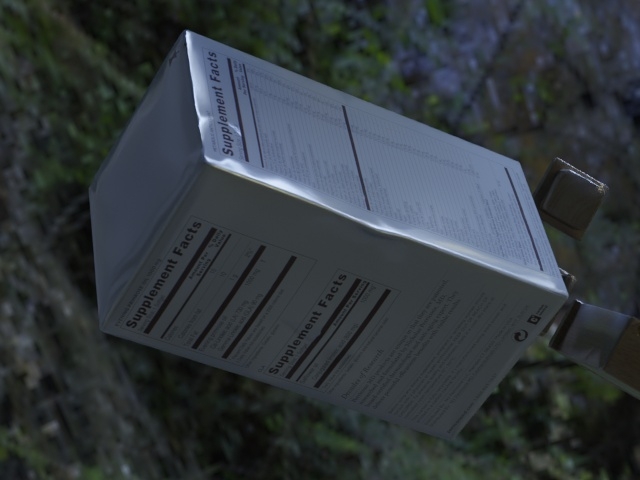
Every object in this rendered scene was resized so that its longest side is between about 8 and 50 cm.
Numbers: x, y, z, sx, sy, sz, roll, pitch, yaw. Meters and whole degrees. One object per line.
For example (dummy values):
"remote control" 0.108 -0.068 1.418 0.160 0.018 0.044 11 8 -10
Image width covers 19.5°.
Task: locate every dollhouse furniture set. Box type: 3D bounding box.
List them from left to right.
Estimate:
"dollhouse furniture set" 0.309 -0.046 1.423 0.356 0.303 0.174 -61 5 -2

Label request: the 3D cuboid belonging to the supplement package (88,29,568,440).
"supplement package" 0.000 0.000 1.116 0.134 0.244 0.139 -55 28 30
